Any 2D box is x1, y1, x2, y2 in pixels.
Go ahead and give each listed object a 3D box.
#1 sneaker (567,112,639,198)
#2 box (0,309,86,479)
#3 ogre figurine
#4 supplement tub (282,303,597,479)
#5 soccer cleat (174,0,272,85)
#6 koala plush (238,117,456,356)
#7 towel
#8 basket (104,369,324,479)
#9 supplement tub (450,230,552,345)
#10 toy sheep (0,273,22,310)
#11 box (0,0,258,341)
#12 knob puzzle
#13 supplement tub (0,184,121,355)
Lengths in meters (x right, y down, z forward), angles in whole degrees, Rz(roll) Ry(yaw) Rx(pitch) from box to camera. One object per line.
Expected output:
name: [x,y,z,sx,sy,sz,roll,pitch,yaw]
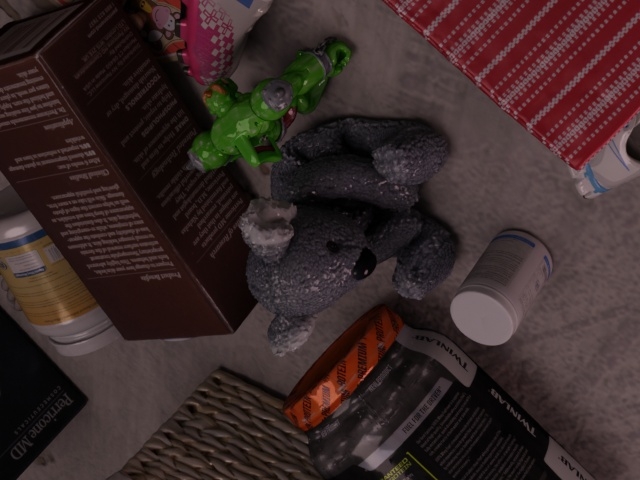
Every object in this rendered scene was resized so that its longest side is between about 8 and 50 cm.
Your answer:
sneaker: [0.244,-0.130,1.287,0.082,0.071,0.191,-14,119,28]
box: [-0.585,0.206,2.006,0.395,0.293,0.212,48,138,-9]
ogre figurine: [-0.060,-0.126,1.438,0.197,0.118,0.097,-14,103,29]
supplement tub: [0.133,0.241,1.573,0.338,0.207,0.207,44,139,-5]
soccer cleat: [-0.065,-0.261,1.359,0.143,0.116,0.331,2,145,-3]
koala plush: [0.000,0.000,1.451,0.203,0.221,0.196,13,132,28]
towel: [0.183,-0.217,1.215,0.275,0.031,0.199,42,108,-2]
basket: [-0.085,0.396,1.824,0.331,0.266,0.328,23,136,17]
supplement tub: [0.181,0.046,1.443,0.071,0.107,0.071,20,135,22]
toy sheep: [-0.366,0.061,1.879,0.132,0.091,0.091,35,138,1]
box: [-0.222,-0.072,1.596,0.191,0.143,0.381,-6,124,43]
knob puzzle: [-0.207,-0.258,1.526,0.213,0.030,0.213,20,134,21]
supplement tub: [-0.315,0.026,1.764,0.144,0.144,0.200,-3,122,38]
